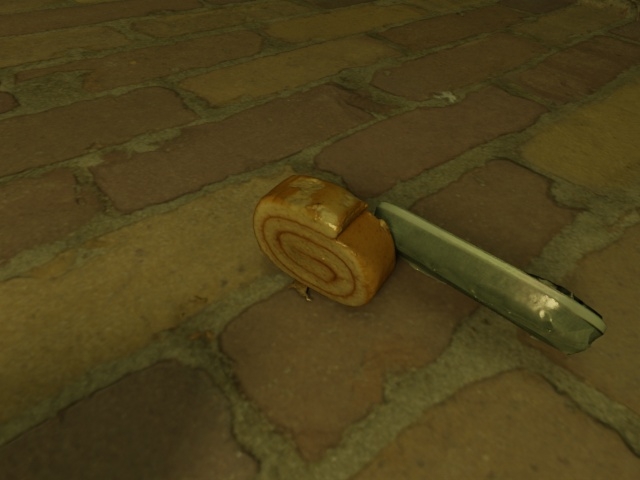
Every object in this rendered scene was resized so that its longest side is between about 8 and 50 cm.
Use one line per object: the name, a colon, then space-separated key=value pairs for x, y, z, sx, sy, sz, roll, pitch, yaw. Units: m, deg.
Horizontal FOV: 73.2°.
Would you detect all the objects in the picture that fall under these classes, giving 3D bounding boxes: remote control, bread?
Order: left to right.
bread: x=0.000 y=0.000 z=0.439 sx=0.149 sy=0.122 sz=0.073 roll=25 pitch=50 yaw=22
remote control: x=0.155 y=0.032 z=0.441 sx=0.247 sy=0.104 sz=0.052 roll=32 pitch=91 yaw=28
